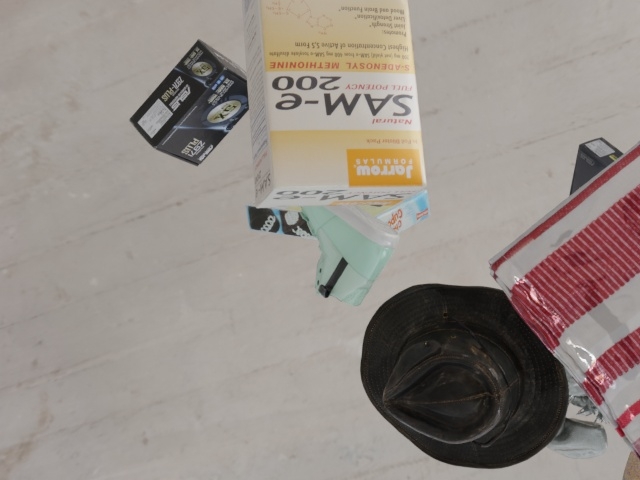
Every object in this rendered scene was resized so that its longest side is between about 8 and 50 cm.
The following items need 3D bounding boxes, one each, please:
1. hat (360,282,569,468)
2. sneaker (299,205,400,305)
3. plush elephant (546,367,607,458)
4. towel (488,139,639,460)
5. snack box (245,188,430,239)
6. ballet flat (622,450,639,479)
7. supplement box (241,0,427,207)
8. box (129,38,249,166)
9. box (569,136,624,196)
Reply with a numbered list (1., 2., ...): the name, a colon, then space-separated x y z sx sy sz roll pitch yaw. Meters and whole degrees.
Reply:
1. hat: 0.185 0.221 1.294 0.331 0.134 0.331 9 110 28
2. sneaker: 0.000 0.000 1.358 0.256 0.094 0.151 39 108 45
3. plush elephant: 0.411 0.245 1.554 0.272 0.330 0.255 34 127 -13
4. towel: 0.378 0.084 0.993 0.237 0.037 0.329 -39 92 3
5. snack box: 0.030 -0.059 1.720 0.322 0.187 0.060 9 117 42
6. ballet flat: 0.580 0.292 1.358 0.107 0.106 0.316 44 69 -8
7. supplement box: 0.004 -0.064 0.348 0.062 0.036 0.098 -3 80 -16
8. box: -0.205 -0.226 1.471 0.180 0.147 0.077 -47 70 9
9. box: 0.550 -0.052 1.602 0.059 0.232 0.183 -19 134 -16
